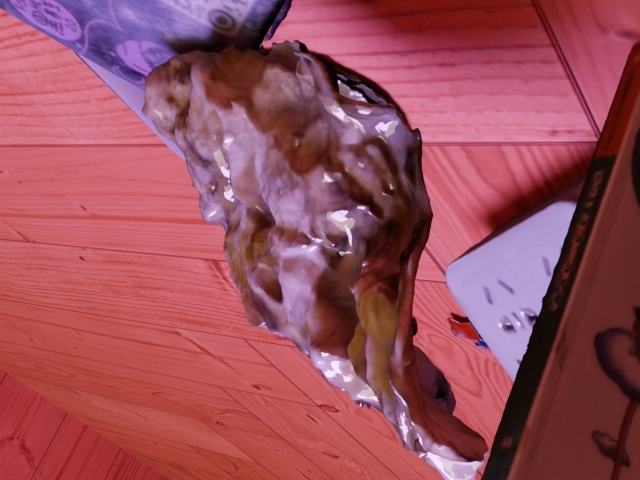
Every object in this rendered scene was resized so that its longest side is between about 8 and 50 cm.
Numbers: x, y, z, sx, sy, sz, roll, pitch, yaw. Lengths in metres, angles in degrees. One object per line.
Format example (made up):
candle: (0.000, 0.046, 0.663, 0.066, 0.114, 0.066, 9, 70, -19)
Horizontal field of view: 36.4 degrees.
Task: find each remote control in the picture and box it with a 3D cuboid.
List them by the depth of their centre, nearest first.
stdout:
remote control: (-0.170, -0.149, 0.955, 0.077, 0.022, 0.245, 0, 146, 38)

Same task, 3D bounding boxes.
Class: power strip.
power strip: (0.265, 0.073, 0.843, 0.261, 0.141, 0.229, 55, 153, 3)

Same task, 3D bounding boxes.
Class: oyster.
oyster: (-0.001, 0.001, 0.603, 0.351, 0.115, 0.238, 51, 165, 25)

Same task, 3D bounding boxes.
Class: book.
book: (0.231, 0.091, 0.640, 0.260, 0.371, 0.043, 39, 153, -30)

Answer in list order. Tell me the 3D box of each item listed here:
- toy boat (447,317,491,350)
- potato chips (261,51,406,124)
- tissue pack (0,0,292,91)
toy boat: (0.284, 0.123, 1.058, 0.318, 0.072, 0.219, 26, 161, 21)
potato chips: (-0.016, -0.104, 0.903, 0.220, 0.029, 0.202, 8, 151, 27)
tissue pack: (-0.179, -0.242, 0.664, 0.361, 0.122, 0.259, 30, 154, -7)
